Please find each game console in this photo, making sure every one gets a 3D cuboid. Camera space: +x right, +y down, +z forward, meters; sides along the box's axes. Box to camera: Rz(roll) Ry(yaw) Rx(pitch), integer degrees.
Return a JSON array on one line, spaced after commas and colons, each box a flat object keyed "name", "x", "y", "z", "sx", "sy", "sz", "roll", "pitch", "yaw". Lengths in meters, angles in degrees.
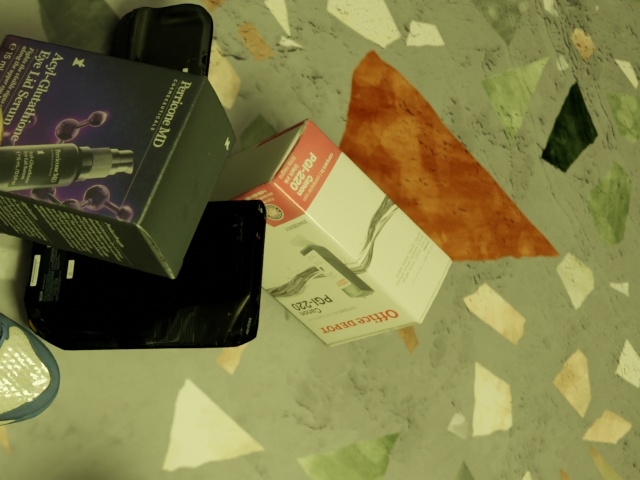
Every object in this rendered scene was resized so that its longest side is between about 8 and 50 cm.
[{"name": "game console", "x": -0.150, "y": -0.070, "z": 1.146, "sx": 0.044, "sy": 0.213, "sz": 0.361, "roll": 67, "pitch": 24, "yaw": -63}]

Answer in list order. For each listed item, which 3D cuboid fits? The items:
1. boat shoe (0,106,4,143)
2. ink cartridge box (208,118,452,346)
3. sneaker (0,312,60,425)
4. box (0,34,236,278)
[{"name": "boat shoe", "x": -0.420, "y": -0.108, "z": 0.940, "sx": 0.341, "sy": 0.123, "sz": 0.123, "roll": 0, "pitch": 69, "yaw": -15}, {"name": "ink cartridge box", "x": 0.000, "y": 0.000, "z": 1.236, "sx": 0.218, "sy": 0.158, "sz": 0.092, "roll": 42, "pitch": 56, "yaw": -21}, {"name": "sneaker", "x": -0.335, "y": 0.071, "z": 1.005, "sx": 0.296, "sy": 0.131, "sz": 0.112, "roll": 30, "pitch": 62, "yaw": -28}, {"name": "box", "x": -0.201, "y": -0.075, "z": 1.073, "sx": 0.108, "sy": 0.207, "sz": 0.153, "roll": 68, "pitch": 38, "yaw": -61}]
